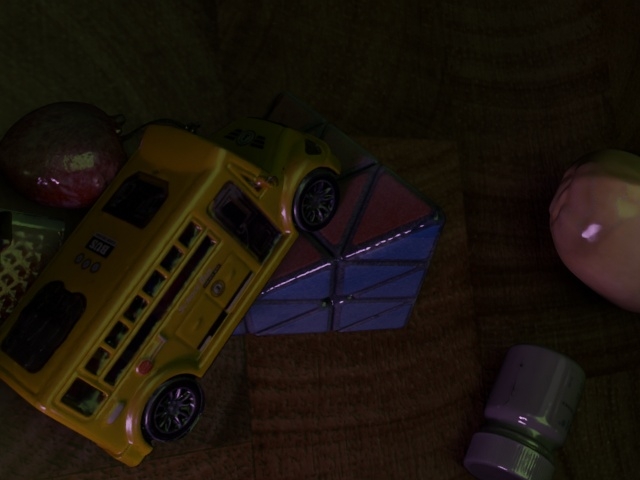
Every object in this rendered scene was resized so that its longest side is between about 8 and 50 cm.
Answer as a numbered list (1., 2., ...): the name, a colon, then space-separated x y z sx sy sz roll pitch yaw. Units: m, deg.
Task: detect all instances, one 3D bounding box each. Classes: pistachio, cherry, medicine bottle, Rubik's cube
1. pistachio: 0.428 -0.009 1.073 0.299 0.188 0.187 28 68 -30
2. cherry: -0.193 -0.082 0.748 0.226 0.107 0.090 -10 130 -38
3. medicine bottle: 0.252 0.219 0.974 0.105 0.105 0.168 39 63 -21
4. Rubik's cube: -0.002 0.000 0.828 0.233 0.228 0.228 22 23 8

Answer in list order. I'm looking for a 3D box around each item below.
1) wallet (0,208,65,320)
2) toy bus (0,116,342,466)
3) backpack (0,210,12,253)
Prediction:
1. wallet: -0.327 0.014 0.691 0.197 0.020 0.103 10 76 -30
2. toy bus: -0.128 0.014 0.695 0.331 0.145 0.151 -57 137 -14
3. backpack: -0.421 -0.001 0.524 0.378 0.201 0.353 23 74 -20
